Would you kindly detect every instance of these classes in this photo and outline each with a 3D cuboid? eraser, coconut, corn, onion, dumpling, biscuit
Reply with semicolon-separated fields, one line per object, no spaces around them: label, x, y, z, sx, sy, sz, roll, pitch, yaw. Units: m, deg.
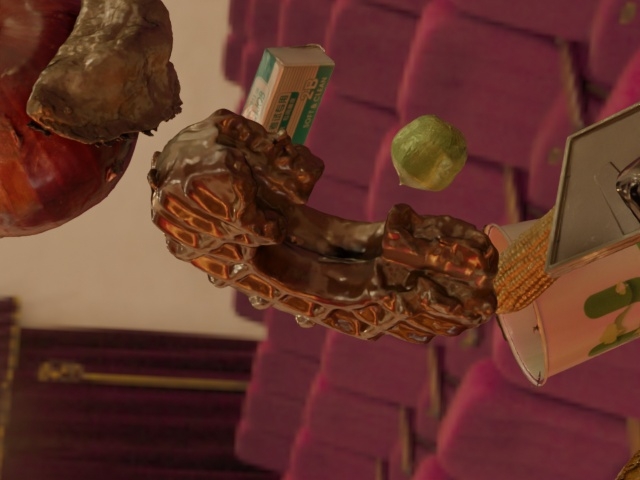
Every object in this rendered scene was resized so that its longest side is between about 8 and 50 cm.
eraser;-0.061;-0.161;1.900;0.052;0.095;0.225;48;130;33
coconut;0.122;-0.098;1.597;0.096;0.088;0.088;-44;28;25
corn;0.294;0.018;1.832;0.238;0.080;0.080;-47;32;36
onion;-0.376;-0.158;1.719;0.341;0.341;0.341;-176;90;-83
dumpling;-0.219;-0.209;1.572;0.332;0.166;0.086;-83;19;-50
biscuit;-0.016;0.000;1.408;0.268;0.366;0.115;-25;42;58

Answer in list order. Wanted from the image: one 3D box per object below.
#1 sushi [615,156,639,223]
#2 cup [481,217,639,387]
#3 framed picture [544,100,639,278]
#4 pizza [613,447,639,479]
sushi;0.452;-0.013;1.254;0.294;0.299;0.281;63;-170;-13
cup;0.401;0.060;2.050;0.253;0.274;0.253;163;90;-83
framed picture;0.321;-0.064;1.542;0.150;0.015;0.203;-28;36;45
pizza;0.518;0.436;1.700;0.440;0.406;0.130;-52;-9;-31
